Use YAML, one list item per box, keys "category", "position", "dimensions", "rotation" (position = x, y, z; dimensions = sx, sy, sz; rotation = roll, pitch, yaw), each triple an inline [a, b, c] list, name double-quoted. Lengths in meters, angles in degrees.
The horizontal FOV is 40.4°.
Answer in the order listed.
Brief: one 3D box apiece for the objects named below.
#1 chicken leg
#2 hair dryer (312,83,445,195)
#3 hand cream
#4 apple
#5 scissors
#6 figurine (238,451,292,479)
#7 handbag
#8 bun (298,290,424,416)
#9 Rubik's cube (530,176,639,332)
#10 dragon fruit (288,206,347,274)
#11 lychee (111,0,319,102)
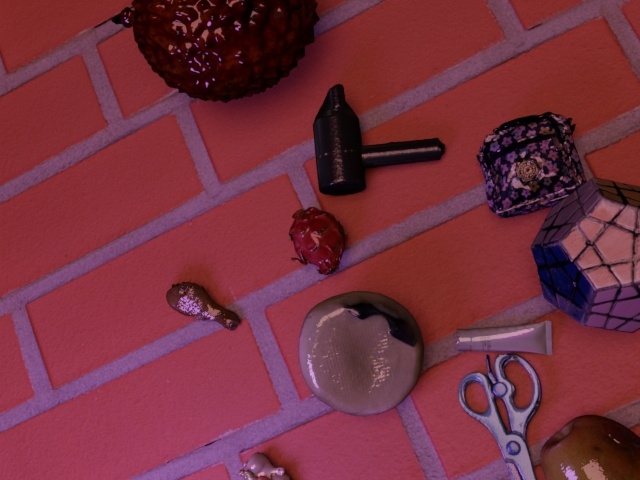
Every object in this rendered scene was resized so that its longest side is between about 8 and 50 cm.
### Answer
- category: "chicken leg"
  position: [-0.280, 0.158, 2.083]
  dimensions: [0.198, 0.069, 0.085]
  rotation: [26, 89, 11]
- category: "hair dryer"
  position: [0.135, -0.244, 2.033]
  dimensions: [0.303, 0.116, 0.244]
  rotation: [-5, 79, 3]
- category: "hand cream"
  position: [0.399, 0.215, 1.892]
  dimensions: [0.205, 0.050, 0.078]
  rotation: [-3, 99, 13]
- category: "apple"
  position: [0.554, 0.453, 1.739]
  dimensions: [0.188, 0.174, 0.207]
  rotation: [42, 79, 0]
- category: "scissors"
  position: [0.418, 0.432, 1.852]
  dimensions: [0.180, 0.032, 0.392]
  rotation: [-21, 75, 18]
- category: "figurine"
  position: [-0.115, 0.554, 1.955]
  dimensions: [0.146, 0.081, 0.098]
  rotation: [39, 55, 18]
- category: "handbag"
  position: [0.461, -0.168, 1.905]
  dimensions: [0.229, 0.127, 0.207]
  rotation: [-18, 76, 20]
- category: "bun"
  position: [0.087, 0.240, 1.914]
  dimensions: [0.283, 0.179, 0.283]
  rotation: [0, 96, -2]
- category: "Rubik's cube"
  position: [0.590, 0.029, 1.758]
  dimensions: [0.264, 0.319, 0.319]
  rotation: [-25, 72, -17]
- category: "dragon fruit"
  position: [0.000, 0.000, 2.006]
  dimensions: [0.166, 0.133, 0.136]
  rotation: [62, 141, 18]
- category: "lychee"
  position: [-0.253, -0.530, 2.016]
  dimensions: [0.500, 0.424, 0.424]
  rotation: [-2, 79, 6]
